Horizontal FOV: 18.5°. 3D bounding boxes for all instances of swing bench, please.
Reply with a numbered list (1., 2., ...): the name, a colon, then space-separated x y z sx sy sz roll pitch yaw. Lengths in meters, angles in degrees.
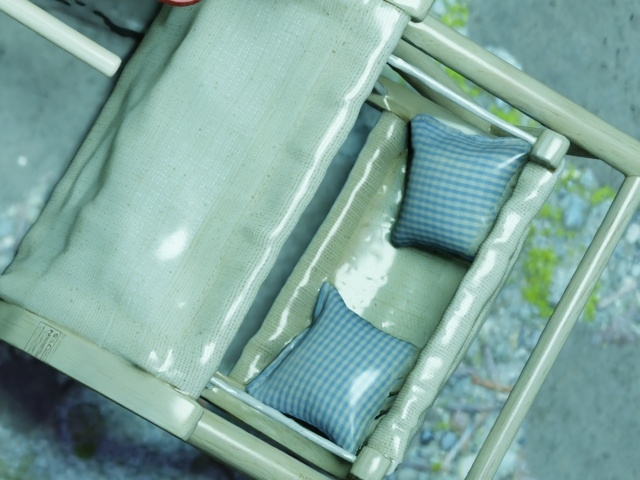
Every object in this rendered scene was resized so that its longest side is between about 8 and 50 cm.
1. swing bench: 0.000 0.000 1.021 0.254 0.165 0.253 32 81 -27

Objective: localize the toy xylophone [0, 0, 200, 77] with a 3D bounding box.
1. toy xylophone: -0.117 -0.221 0.939 0.322 0.081 0.236 25 79 -4
